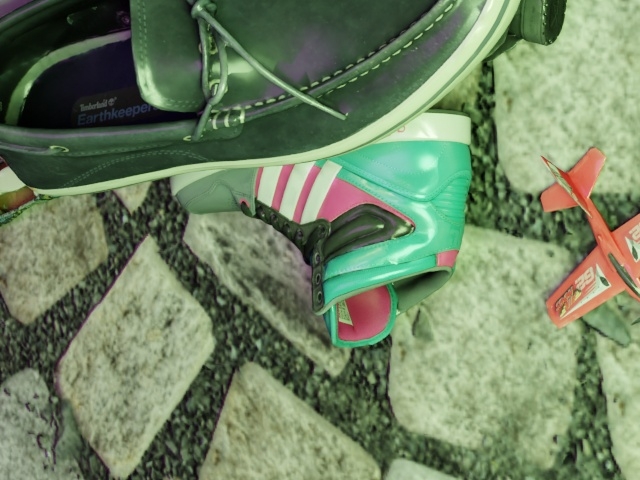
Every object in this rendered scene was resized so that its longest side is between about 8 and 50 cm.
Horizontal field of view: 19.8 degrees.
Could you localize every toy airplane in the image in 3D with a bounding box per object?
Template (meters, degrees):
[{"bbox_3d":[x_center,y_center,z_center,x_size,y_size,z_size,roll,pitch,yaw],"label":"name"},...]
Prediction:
[{"bbox_3d":[0.212,-0.004,1.384,0.151,0.028,0.151,6,99,38],"label":"toy airplane"}]

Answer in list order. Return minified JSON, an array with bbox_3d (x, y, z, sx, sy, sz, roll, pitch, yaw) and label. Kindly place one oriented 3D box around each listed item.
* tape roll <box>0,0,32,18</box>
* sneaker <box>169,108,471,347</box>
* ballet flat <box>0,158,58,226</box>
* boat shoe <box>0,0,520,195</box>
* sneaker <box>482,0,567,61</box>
[{"bbox_3d":[-0.247,-0.313,1.575,0.169,0.246,0.246,-11,90,41],"label":"tape roll"},{"bbox_3d":[0.000,0.000,1.506,0.295,0.123,0.179,-8,82,39],"label":"sneaker"},{"bbox_3d":[-0.308,-0.054,1.784,0.188,0.070,0.070,-24,82,40],"label":"ballet flat"},{"bbox_3d":[-0.078,-0.153,1.423,0.500,0.156,0.187,-14,65,29],"label":"boat shoe"},{"bbox_3d":[0.143,-0.210,1.393,0.089,0.051,0.170,17,111,32],"label":"sneaker"}]
